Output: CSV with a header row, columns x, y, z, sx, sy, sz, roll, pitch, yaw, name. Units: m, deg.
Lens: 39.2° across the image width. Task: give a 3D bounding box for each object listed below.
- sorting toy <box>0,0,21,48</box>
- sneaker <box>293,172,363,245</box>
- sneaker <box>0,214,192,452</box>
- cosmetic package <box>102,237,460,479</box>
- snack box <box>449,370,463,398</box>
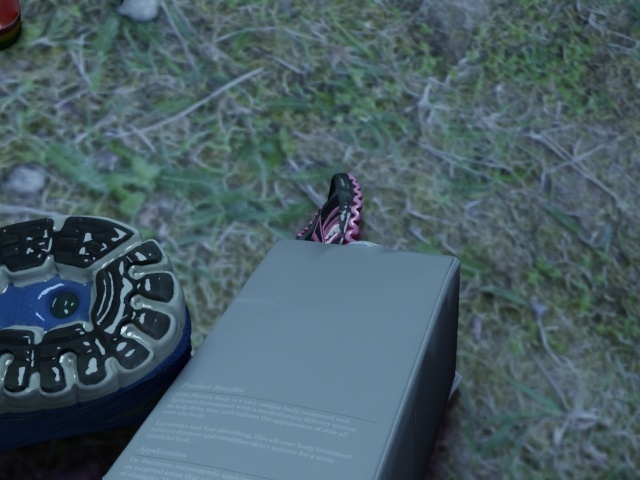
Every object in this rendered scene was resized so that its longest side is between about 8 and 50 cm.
x,y,z,sx,sy,sz,roll,pitch,yaw,name
-0.315,-0.271,0.697,0.274,0.046,0.132,36,60,4,sorting toy
0.000,0.000,0.655,0.057,0.047,0.119,7,61,1,sneaker
-0.229,0.072,0.507,0.330,0.147,0.129,1,57,8,sneaker
-0.004,0.098,0.498,0.127,0.107,0.238,7,28,19,cosmetic package
0.024,0.139,0.601,0.064,0.022,0.178,39,61,3,snack box
